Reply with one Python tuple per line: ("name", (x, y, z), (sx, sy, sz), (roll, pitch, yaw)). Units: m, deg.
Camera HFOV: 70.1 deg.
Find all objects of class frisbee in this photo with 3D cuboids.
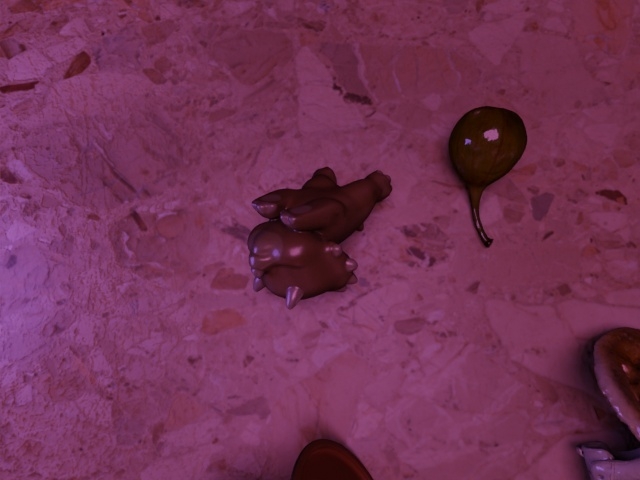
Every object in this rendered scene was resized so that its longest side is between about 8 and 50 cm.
("frisbee", (0.039, 0.400, 0.626), (0.021, 0.251, 0.251), (-35, 81, 18))

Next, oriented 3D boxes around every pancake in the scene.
("pancake", (0.526, 0.227, 0.645), (0.282, 0.049, 0.282), (4, 36, -3))

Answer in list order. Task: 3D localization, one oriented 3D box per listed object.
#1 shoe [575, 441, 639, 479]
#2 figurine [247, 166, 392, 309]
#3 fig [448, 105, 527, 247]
("shoe", (0.465, 0.399, 0.675), (0.210, 0.132, 0.342), (45, 106, 34))
("figurine", (-0.006, 0.001, 0.729), (0.177, 0.247, 0.173), (8, 119, 26))
("fig", (0.281, -0.107, 0.779), (0.124, 0.124, 0.237), (-2, 105, 1))
